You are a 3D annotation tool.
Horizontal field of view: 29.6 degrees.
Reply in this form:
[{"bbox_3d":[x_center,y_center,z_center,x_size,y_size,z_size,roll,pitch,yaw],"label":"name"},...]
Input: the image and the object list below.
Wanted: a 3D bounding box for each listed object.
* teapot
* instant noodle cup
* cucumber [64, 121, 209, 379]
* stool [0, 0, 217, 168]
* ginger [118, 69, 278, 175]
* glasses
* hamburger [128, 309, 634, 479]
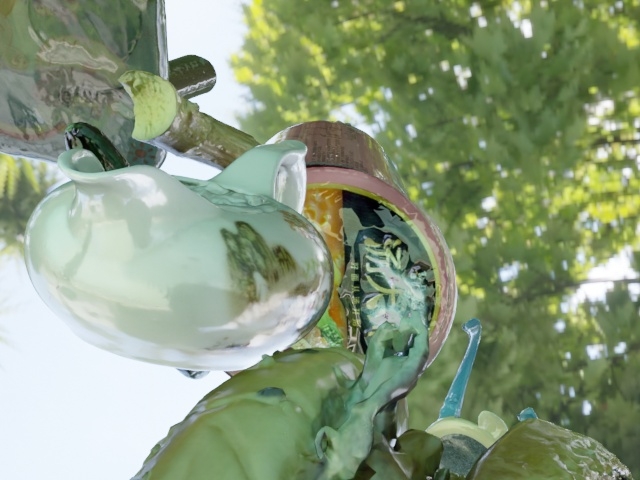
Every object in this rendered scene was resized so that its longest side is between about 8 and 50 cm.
[{"bbox_3d":[-0.087,0.001,0.811,0.204,0.298,0.139,11,-81,17],"label":"teapot"},{"bbox_3d":[0.000,0.000,1.141,0.244,0.244,0.255,-15,-160,6],"label":"instant noodle cup"},{"bbox_3d":[-0.153,0.012,1.071,0.056,0.284,0.056,-17,-151,10],"label":"cucumber"},{"bbox_3d":[-0.293,-0.266,1.494,0.310,0.310,0.226,13,-145,14],"label":"stool"},{"bbox_3d":[-0.095,-0.078,0.903,0.057,0.137,0.044,-41,-140,25],"label":"ginger"},{"bbox_3d":[0.152,0.186,1.095,0.088,0.190,0.220,-31,-160,12],"label":"glasses"},{"bbox_3d":[0.025,0.191,0.526,0.195,0.318,0.277,13,-129,20],"label":"hamburger"}]
